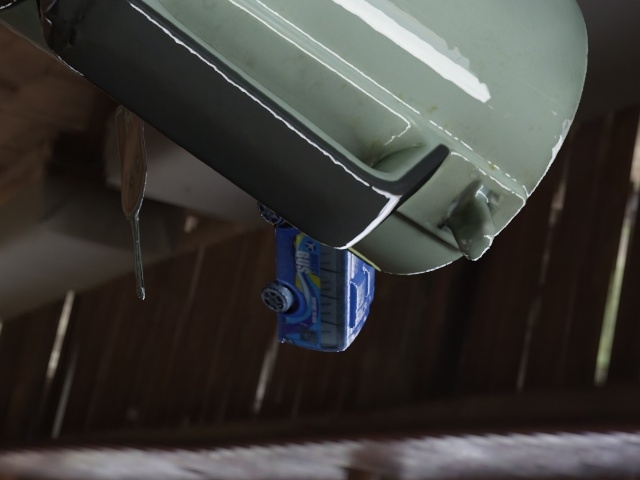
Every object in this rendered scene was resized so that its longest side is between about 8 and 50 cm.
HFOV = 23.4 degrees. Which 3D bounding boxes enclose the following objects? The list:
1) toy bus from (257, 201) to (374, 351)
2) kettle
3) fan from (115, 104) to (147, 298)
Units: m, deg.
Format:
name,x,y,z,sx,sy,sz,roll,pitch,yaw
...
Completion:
name,x,y,z,sx,sy,sz,roll,pitch,yaw
toy bus,0.000,0.002,1.438,0.094,0.079,0.237,20,134,23
kettle,-0.027,-0.129,1.001,0.376,0.361,0.250,30,122,-33
fan,-0.184,-0.049,1.517,0.009,0.220,0.132,-1,165,-17
